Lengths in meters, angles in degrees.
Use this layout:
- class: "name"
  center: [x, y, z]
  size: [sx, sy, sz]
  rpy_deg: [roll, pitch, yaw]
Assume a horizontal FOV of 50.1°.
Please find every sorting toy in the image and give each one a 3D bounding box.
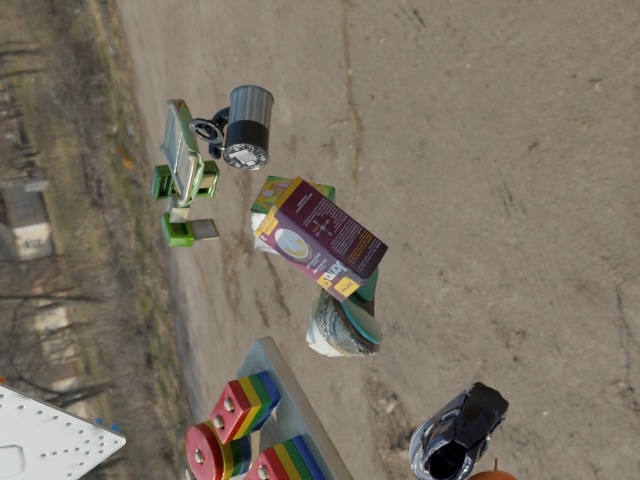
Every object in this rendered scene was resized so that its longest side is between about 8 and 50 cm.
- class: "sorting toy"
  center: [-0.087, 0.312, 0.931]
  size: [0.257, 0.089, 0.255]
  rpy_deg: [56, 137, 28]

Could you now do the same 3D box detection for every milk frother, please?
- class: "milk frother"
  center: [-0.157, -0.218, 1.227]
  size: [0.143, 0.129, 0.134]
  rpy_deg: [70, -161, -61]

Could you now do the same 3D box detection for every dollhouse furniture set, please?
- class: "dollhouse furniture set"
  center: [-0.272, -0.154, 1.555]
  size: [0.197, 0.151, 0.301]
  rpy_deg: [63, 146, 34]

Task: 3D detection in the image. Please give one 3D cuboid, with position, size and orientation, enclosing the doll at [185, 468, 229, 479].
- class: "doll"
  center: [-0.181, 0.475, 1.410]
  size: [0.046, 0.189, 0.129]
  rpy_deg: [36, 127, 53]

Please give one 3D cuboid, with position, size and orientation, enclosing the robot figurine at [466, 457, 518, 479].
- class: "robot figurine"
  center: [0.319, 0.500, 1.199]
  size: [0.158, 0.128, 0.219]
  rpy_deg: [100, 157, -49]

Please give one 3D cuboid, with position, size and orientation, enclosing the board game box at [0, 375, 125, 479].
- class: "board game box"
  center: [-0.690, 0.454, 1.452]
  size: [0.390, 0.390, 0.050]
  rpy_deg: [45, -168, -45]

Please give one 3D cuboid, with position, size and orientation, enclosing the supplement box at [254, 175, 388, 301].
- class: "supplement box"
  center: [0.000, 0.000, 1.109]
  size: [0.188, 0.081, 0.104]
  rpy_deg: [38, 145, -2]

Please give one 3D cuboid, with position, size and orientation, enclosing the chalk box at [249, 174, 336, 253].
- class: "chalk box"
  center: [-0.036, -0.046, 1.561]
  size: [0.132, 0.213, 0.132]
  rpy_deg: [90, -164, -45]

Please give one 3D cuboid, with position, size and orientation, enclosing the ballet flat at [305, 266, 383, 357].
- class: "ballet flat"
  center: [0.048, 0.162, 1.576]
  size: [0.164, 0.182, 0.483]
  rpy_deg: [45, -163, -13]

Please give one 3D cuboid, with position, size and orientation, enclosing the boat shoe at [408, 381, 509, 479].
- class: "boat shoe"
  center: [0.227, 0.412, 1.316]
  size: [0.127, 0.158, 0.340]
  rpy_deg: [35, 136, 16]
